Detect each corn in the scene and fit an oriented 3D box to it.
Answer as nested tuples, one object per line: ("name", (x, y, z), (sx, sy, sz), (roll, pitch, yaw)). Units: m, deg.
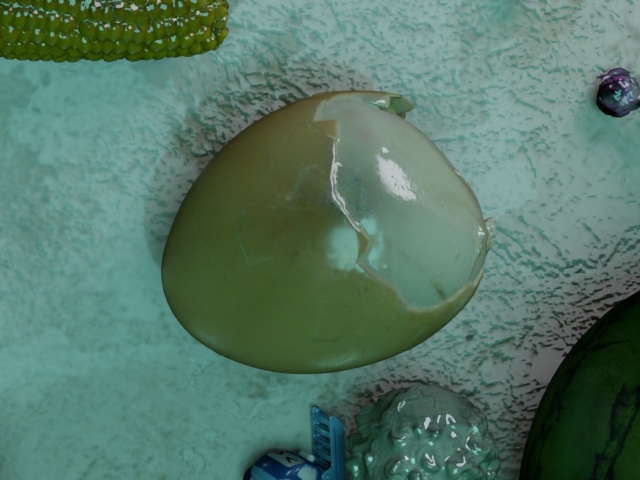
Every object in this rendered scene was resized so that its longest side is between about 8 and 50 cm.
("corn", (-0.219, -0.177, 1.173), (0.310, 0.101, 0.101), (7, 101, -14))

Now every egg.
("egg", (0.000, 0.000, 1.202), (0.244, 0.201, 0.201), (-24, 106, 8))

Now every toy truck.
("toy truck", (-0.011, 0.182, 1.318), (0.073, 0.056, 0.090), (44, 75, -32))

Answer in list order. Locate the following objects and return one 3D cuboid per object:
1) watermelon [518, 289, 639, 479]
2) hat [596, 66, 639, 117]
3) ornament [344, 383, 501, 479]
("watermelon", (0.314, 0.196, 1.239), (0.363, 0.363, 0.363), (-2, 103, -10))
("hat", (0.332, -0.114, 1.285), (0.227, 0.140, 0.129), (-1, 93, 2))
("ornament", (0.043, 0.242, 1.261), (0.120, 0.130, 0.285), (23, 72, 9))
